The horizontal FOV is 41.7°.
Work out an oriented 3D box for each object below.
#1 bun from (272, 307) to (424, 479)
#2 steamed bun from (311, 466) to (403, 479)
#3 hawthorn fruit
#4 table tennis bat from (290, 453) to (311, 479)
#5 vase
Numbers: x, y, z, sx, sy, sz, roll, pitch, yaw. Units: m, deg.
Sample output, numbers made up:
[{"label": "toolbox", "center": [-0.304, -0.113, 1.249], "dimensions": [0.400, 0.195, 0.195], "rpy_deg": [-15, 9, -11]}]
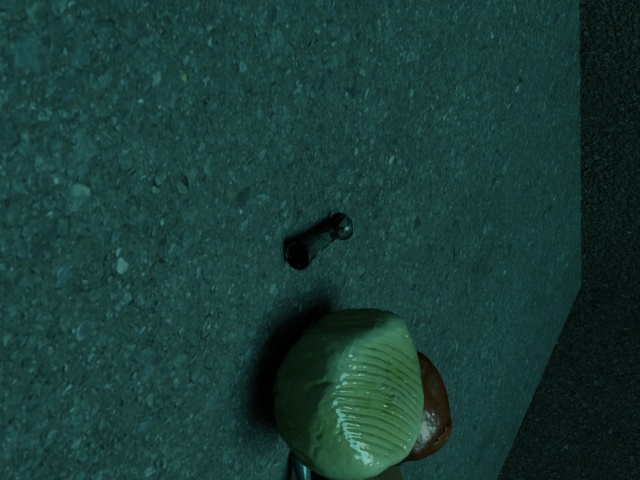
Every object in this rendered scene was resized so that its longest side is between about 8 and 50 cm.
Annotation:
[{"label": "bun", "center": [0.046, 0.297, 1.660], "dimensions": [0.349, 0.227, 0.352], "rpy_deg": [36, 58, -46]}, {"label": "steamed bun", "center": [0.079, 0.640, 1.969], "dimensions": [0.251, 0.199, 0.301], "rpy_deg": [11, 97, -62]}, {"label": "hawthorn fruit", "center": [0.160, 0.345, 1.900], "dimensions": [0.276, 0.276, 0.307], "rpy_deg": [-30, 113, -53]}, {"label": "table tennis bat", "center": [-0.026, 0.570, 1.831], "dimensions": [0.038, 0.149, 0.237], "rpy_deg": [-82, 164, -79]}, {"label": "vase", "center": [0.000, 0.000, 1.592], "dimensions": [0.167, 0.059, 0.059], "rpy_deg": [-34, 135, -50]}]
